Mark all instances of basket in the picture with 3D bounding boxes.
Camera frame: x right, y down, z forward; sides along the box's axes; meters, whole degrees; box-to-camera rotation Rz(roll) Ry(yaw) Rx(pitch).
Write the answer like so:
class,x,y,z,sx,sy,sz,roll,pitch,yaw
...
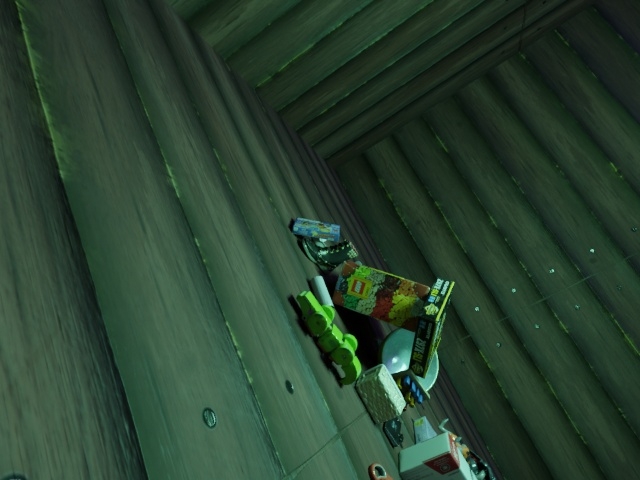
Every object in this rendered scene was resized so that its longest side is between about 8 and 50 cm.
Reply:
class,x,y,z,sx,sy,sz,roll,pitch,yaw
basket,0.209,0.545,1.450,0.167,0.113,0.103,61,18,8

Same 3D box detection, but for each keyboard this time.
class,x,y,z,sx,sy,sz,roll,pitch,yaw
keyboard,0.275,0.705,1.529,0.108,0.023,0.180,54,14,7

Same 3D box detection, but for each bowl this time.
class,x,y,z,sx,sy,sz,roll,pitch,yaw
bowl,0.363,0.542,1.833,0.289,0.289,0.156,61,-29,9

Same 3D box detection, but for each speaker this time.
class,x,y,z,sx,sy,sz,roll,pitch,yaw
speaker,0.003,0.204,1.564,0.055,0.055,0.136,40,22,-53

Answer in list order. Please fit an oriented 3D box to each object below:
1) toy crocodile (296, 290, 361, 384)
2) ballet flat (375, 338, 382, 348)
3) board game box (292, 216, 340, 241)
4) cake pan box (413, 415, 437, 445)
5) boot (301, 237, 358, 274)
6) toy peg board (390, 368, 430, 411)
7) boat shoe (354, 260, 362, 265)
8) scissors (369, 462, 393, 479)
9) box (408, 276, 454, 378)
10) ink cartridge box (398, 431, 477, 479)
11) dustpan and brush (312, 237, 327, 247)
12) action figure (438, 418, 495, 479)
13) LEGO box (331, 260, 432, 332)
class,x,y,z,sx,sy,sz,roll,pitch,yaw
toy crocodile,0.026,0.314,1.345,0.340,0.105,0.115,54,14,-2
ballet flat,0.335,0.552,1.984,0.188,0.070,0.070,60,14,7
board game box,-0.016,-0.050,1.800,0.136,0.201,0.035,-78,179,-70
cake pan box,0.491,0.926,1.730,0.267,0.070,0.246,57,16,-6
boot,0.041,0.036,1.790,0.236,0.178,0.085,49,17,-39
toy peg board,0.328,0.617,1.645,0.161,0.160,0.079,55,30,-15
boat shoe,0.237,0.211,2.384,0.083,0.065,0.183,47,25,-46
scissors,0.224,0.741,1.263,0.297,0.021,0.109,39,22,-52
box,0.441,0.349,1.641,0.257,0.079,0.322,-43,143,-47
ink cartridge box,0.420,0.831,1.398,0.273,0.197,0.114,58,15,-3
dustpan and brush,0.000,0.000,1.979,0.147,0.060,0.211,59,13,2
action figure,0.661,1.054,1.998,0.330,0.178,0.341,65,-14,-3
LEGO box,0.320,0.260,1.877,0.372,0.193,0.500,17,-3,23
